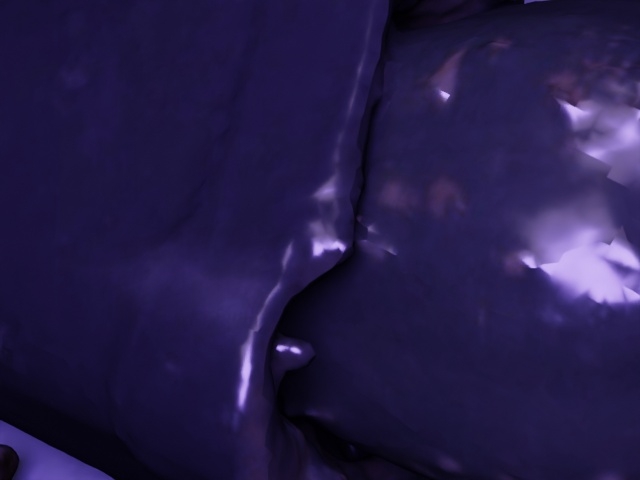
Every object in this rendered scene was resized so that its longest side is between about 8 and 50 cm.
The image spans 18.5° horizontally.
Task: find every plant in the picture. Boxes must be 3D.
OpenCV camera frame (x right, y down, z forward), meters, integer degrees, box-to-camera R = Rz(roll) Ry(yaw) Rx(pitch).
[{"bbox_3d":[0.000,0.000,0.485,0.256,0.142,0.164,9,66,28],"label":"plant"}]

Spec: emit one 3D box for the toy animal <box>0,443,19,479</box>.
[{"bbox_3d":[-0.089,0.146,0.413,0.160,0.197,0.272,4,61,11],"label":"toy animal"}]
